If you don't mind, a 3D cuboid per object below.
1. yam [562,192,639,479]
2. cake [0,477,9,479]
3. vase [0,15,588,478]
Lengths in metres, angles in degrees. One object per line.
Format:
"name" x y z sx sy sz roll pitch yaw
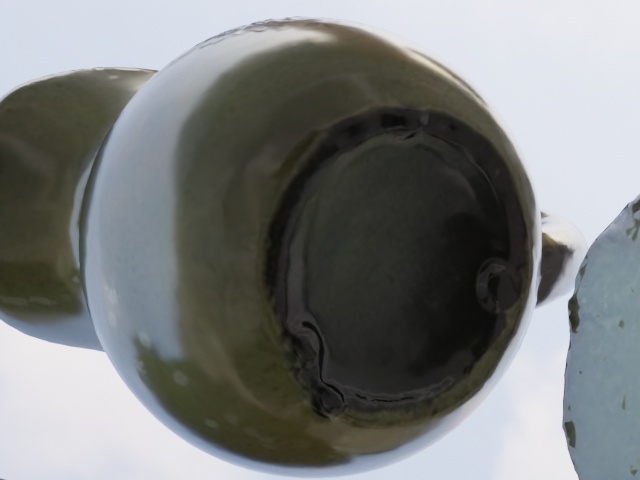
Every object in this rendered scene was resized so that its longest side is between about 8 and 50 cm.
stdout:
"yam" 0.235 0.052 0.705 0.268 0.161 0.161 6 -105 -31
"cake" -0.135 0.299 1.072 0.309 0.230 0.237 21 -133 -1
"vase" 0.000 0.000 1.116 0.329 0.302 0.241 2 -86 -32
